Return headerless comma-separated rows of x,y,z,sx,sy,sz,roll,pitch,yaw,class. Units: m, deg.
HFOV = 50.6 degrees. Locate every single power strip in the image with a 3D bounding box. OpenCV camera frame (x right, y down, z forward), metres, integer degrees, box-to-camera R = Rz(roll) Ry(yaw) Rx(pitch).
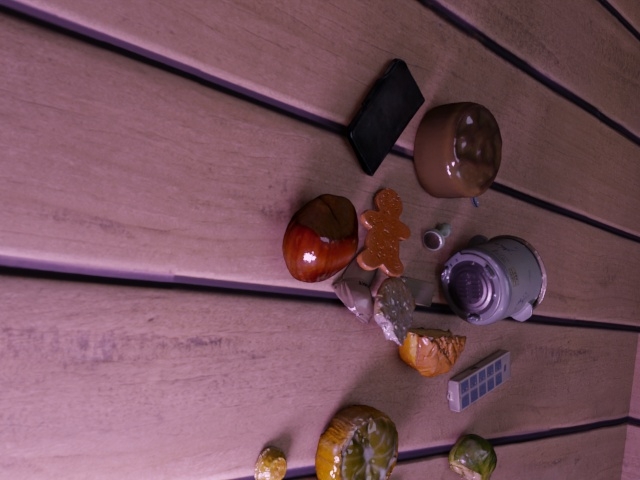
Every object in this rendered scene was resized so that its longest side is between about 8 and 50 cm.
0.285,0.153,2.007,0.169,0.028,0.076,15,83,-43,power strip
0.550,0.468,2.297,0.367,0.043,0.106,-17,106,-43,power strip

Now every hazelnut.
-0.003,-0.002,1.615,0.212,0.181,0.181,-29,86,-41,hazelnut

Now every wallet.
0.173,-0.339,1.832,0.318,0.045,0.172,-57,132,-26,wallet

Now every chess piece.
0.360,-0.018,2.045,0.103,0.067,0.067,-35,118,-47,chess piece

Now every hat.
0.116,0.121,1.792,0.147,0.085,0.175,46,64,-37,hat

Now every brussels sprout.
0.505,0.713,2.214,0.183,0.131,0.145,48,66,-32,brussels sprout

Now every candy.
0.097,0.568,1.805,0.260,0.118,0.259,-6,99,-40,candy

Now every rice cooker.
0.542,0.121,2.105,0.317,0.264,0.316,19,44,-20,rice cooker

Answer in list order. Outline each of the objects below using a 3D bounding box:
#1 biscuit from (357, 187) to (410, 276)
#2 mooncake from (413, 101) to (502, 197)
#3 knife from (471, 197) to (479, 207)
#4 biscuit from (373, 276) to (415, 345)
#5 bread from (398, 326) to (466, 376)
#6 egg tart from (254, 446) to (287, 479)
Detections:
0.172,-0.025,1.843,0.165,0.036,0.250,20,66,-29,biscuit
0.415,-0.266,2.006,0.284,0.155,0.284,-4,95,-41,mooncake
0.486,-0.198,2.185,0.028,0.015,0.210,-36,119,-43,knife
0.203,0.193,1.848,0.265,0.040,0.188,9,77,-61,biscuit
0.324,0.325,1.998,0.229,0.143,0.139,8,99,-42,bread
-0.114,0.549,1.636,0.105,0.039,0.105,-4,95,-47,egg tart
